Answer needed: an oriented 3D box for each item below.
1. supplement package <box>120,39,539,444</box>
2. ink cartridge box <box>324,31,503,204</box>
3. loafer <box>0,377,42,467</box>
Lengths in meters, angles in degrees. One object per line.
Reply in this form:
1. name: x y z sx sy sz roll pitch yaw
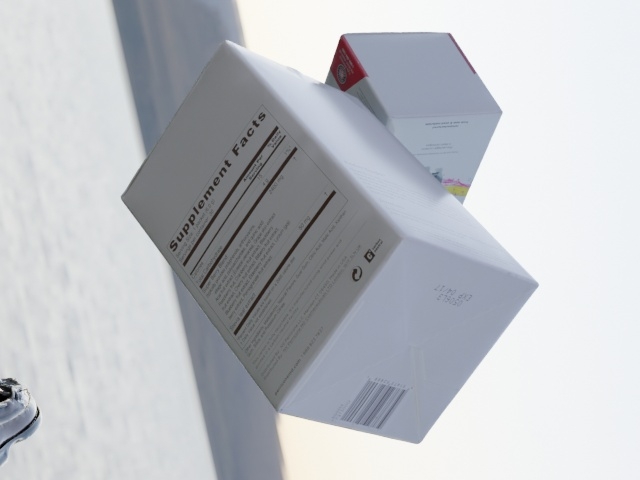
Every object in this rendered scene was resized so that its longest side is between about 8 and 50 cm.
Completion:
1. supplement package: 0.000 0.000 1.384 0.177 0.175 0.293 19 23 -44
2. ink cartridge box: 0.072 -0.095 1.634 0.128 0.127 0.176 62 -35 38
3. loafer: -0.337 0.168 1.658 0.267 0.096 0.084 -87 166 -79
